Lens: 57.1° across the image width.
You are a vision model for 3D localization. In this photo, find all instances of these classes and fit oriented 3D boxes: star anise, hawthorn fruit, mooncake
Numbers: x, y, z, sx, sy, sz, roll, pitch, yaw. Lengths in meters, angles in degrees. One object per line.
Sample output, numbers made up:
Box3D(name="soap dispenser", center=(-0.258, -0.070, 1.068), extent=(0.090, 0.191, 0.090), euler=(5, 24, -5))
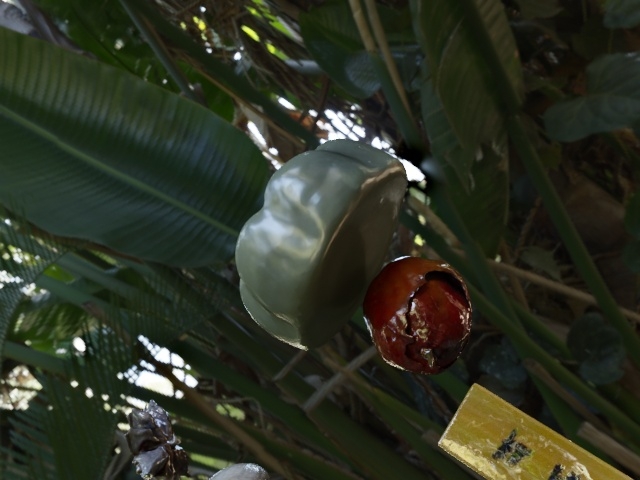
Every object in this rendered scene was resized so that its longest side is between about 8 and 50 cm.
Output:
Box3D(name="star anise", center=(-0.191, 0.251, 0.686), extent=(0.056, 0.124, 0.129), euler=(-27, -2, -3))
Box3D(name="hawthorn fruit", center=(0.124, 0.103, 0.747), extent=(0.172, 0.148, 0.148), euler=(-77, 13, -61))
Box3D(name="mooncake", center=(0.000, 0.000, 0.757), extent=(0.275, 0.135, 0.275), euler=(-49, -23, -29))

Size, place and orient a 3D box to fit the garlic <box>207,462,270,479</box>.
Box3D(name="garlic", center=(-0.099, 0.317, 0.672), extent=(0.196, 0.086, 0.102), euler=(-82, -16, -71))

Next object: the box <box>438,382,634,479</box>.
Box3D(name="box", center=(0.203, 0.216, 0.561), extent=(0.070, 0.152, 0.237), euler=(-56, -25, -10))
